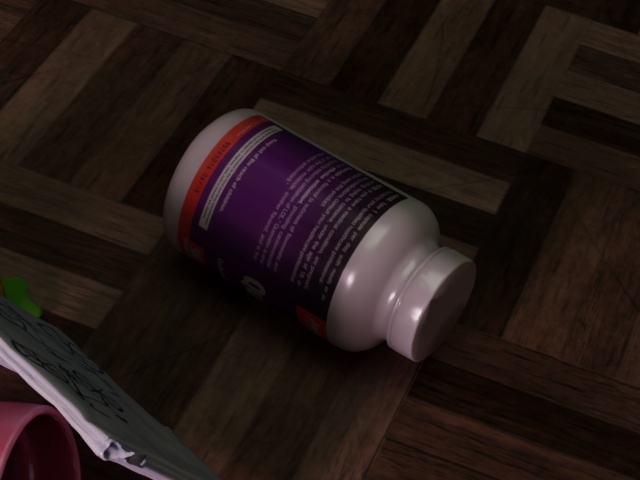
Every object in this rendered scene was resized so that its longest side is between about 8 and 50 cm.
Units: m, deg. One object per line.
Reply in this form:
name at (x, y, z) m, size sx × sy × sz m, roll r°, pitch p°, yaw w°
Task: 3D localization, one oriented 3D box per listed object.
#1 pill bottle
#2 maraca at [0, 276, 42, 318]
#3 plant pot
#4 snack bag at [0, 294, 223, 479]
pill bottle at (0.000, 0.000, 1.979) m, size 0.323 × 0.181 × 0.181 m, roll 30°, pitch 45°, yaw 22°
maraca at (-0.372, 0.061, 1.896) m, size 0.186 × 0.099 × 0.127 m, roll 25°, pitch 50°, yaw -28°
plant pot at (-0.336, 0.243, 1.652) m, size 0.180 × 0.201 × 0.201 m, roll 3°, pitch 39°, yaw 16°
snack bag at (-0.231, 0.141, 1.715) m, size 0.342 × 0.323 × 0.037 m, roll 38°, pitch 88°, yaw 29°
